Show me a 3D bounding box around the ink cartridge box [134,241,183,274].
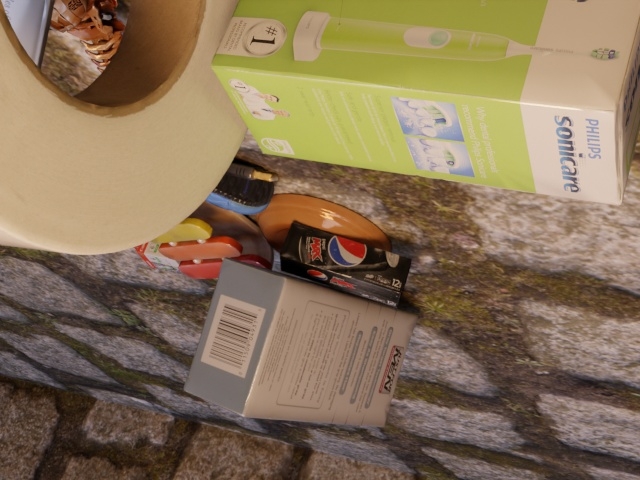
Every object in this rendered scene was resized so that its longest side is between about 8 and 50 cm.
[{"bbox_3d":[-0.282,0.025,1.708,0.115,0.029,0.063,11,157,20],"label":"ink cartridge box"}]

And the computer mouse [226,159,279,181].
[{"bbox_3d":[-0.002,-0.120,0.954,0.262,0.184,0.060,16,139,13],"label":"computer mouse"}]

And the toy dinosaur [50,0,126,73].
[{"bbox_3d":[-0.286,-0.243,0.949,0.218,0.164,0.322,-7,130,21],"label":"toy dinosaur"}]

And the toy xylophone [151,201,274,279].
[{"bbox_3d":[-0.216,-0.024,1.461,0.323,0.081,0.236,34,154,-27],"label":"toy xylophone"}]

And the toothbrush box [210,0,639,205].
[{"bbox_3d":[0.095,-0.160,0.727,0.283,0.206,0.122,9,155,24],"label":"toothbrush box"}]

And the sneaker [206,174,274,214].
[{"bbox_3d":[-0.163,-0.088,1.295,0.209,0.069,0.082,25,161,-13],"label":"sneaker"}]

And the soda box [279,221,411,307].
[{"bbox_3d":[0.033,0.033,1.330,0.169,0.053,0.060,17,157,6],"label":"soda box"}]

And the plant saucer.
[{"bbox_3d":[0.000,0.000,1.404,0.200,0.037,0.200,16,157,7],"label":"plant saucer"}]

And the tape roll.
[{"bbox_3d":[-0.159,-0.186,0.638,0.072,0.392,0.392,6,154,30],"label":"tape roll"}]

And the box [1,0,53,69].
[{"bbox_3d":[-0.267,-0.201,0.776,0.119,0.181,0.182,12,135,-17],"label":"box"}]

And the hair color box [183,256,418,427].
[{"bbox_3d":[-0.013,0.155,1.420,0.114,0.185,0.374,16,178,34],"label":"hair color box"}]
